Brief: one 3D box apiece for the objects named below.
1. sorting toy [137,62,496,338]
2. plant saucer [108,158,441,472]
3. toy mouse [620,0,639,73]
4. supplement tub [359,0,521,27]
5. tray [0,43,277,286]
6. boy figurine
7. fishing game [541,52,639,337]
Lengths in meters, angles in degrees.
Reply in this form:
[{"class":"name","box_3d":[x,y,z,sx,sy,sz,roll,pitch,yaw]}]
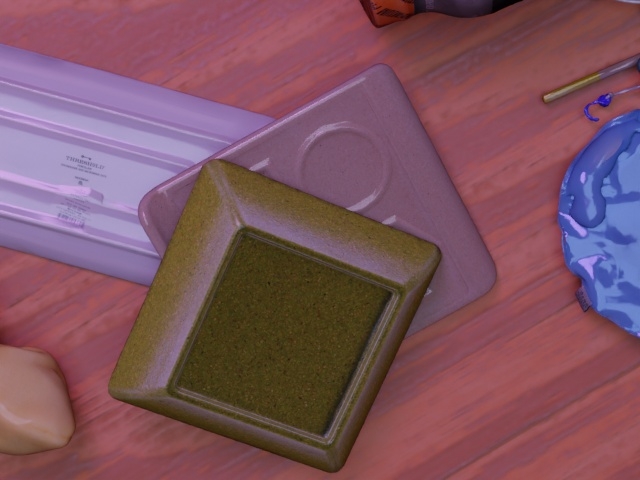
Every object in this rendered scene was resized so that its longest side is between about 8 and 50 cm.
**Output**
[{"class":"sorting toy","box_3d":[0.000,0.000,1.177,0.208,0.038,0.193,-30,110,-3]},{"class":"plant saucer","box_3d":[-0.027,0.063,1.144,0.188,0.045,0.188,21,100,-17]},{"class":"toy mouse","box_3d":[0.287,-0.137,1.172,0.161,0.031,0.143,-17,84,-4]},{"class":"supplement tub","box_3d":[0.152,-0.272,1.099,0.316,0.193,0.194,-23,94,2]},{"class":"tray","box_3d":[-0.172,-0.052,1.192,0.270,0.030,0.145,15,94,-1]},{"class":"boy figurine","box_3d":[-0.303,0.072,1.169,0.285,0.092,0.177,19,93,-2]},{"class":"fishing game","box_3d":[0.265,-0.011,1.194,0.189,0.041,0.264,-28,85,0]}]
